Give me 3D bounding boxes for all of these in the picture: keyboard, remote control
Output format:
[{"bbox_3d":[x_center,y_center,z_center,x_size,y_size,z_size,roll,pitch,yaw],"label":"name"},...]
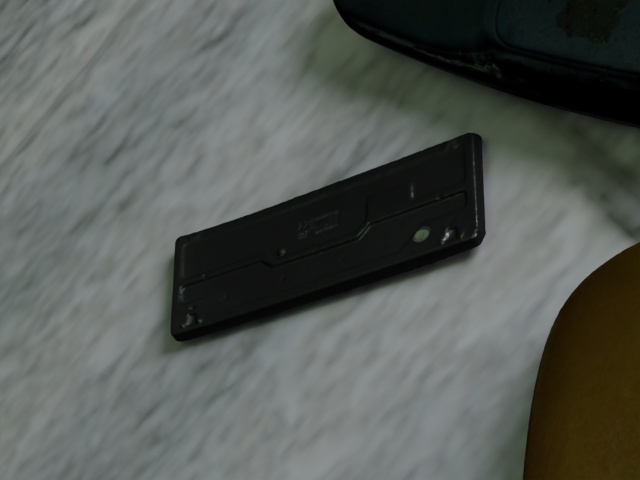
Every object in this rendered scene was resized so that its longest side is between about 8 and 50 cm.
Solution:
[{"bbox_3d":[0.000,0.000,0.773,0.155,0.010,0.053,-18,56,31],"label":"keyboard"},{"bbox_3d":[0.090,-0.090,0.727,0.222,0.042,0.072,25,82,43],"label":"remote control"}]

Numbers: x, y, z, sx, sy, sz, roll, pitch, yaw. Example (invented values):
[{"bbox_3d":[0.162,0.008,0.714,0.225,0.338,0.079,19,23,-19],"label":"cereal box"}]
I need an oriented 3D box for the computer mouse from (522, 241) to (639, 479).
[{"bbox_3d":[0.126,0.097,0.592,0.126,0.056,0.245,-13,58,32],"label":"computer mouse"}]
